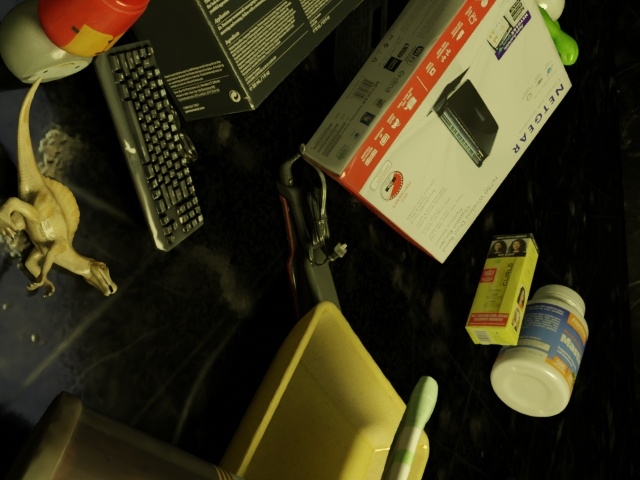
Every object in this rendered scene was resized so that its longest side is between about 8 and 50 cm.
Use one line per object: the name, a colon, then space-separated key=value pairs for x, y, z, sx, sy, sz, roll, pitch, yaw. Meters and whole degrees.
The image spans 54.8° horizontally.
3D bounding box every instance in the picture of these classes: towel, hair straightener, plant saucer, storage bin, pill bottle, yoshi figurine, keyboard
towel: x=0.051 y=0.323 z=0.594 sx=0.248 sy=0.038 sz=0.325 roll=90 pitch=20 yaw=-57
hair straightener: x=0.000 y=0.000 z=0.726 sx=0.047 sy=0.089 sz=0.231 roll=-13 pitch=98 yaw=-51
plant saucer: x=-0.013 y=0.291 z=0.700 sx=0.333 sy=0.081 sz=0.333 roll=56 pitch=47 yaw=-35
storage bin: x=0.105 y=-0.262 z=0.887 sx=0.180 sy=0.084 sz=0.122 roll=15 pitch=76 yaw=-53
pill bottle: x=0.463 y=0.215 z=1.278 sx=0.272 sy=0.152 sz=0.152 roll=-48 pitch=125 yaw=-42
yoshi figurine: x=0.348 y=-0.359 z=1.111 sx=0.203 sy=0.203 sz=0.362 roll=46 pitch=55 yaw=3
keyboard: x=-0.146 y=-0.091 z=0.572 sx=0.108 sy=0.023 sz=0.180 roll=-59 pitch=140 yaw=-62

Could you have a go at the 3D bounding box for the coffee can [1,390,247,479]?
coffee can: x=-0.096 y=0.250 z=0.404 sx=0.275 sy=0.201 sz=0.202 roll=31 pitch=60 yaw=-16

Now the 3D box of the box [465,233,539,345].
box: x=0.355 y=0.092 z=1.198 sx=0.058 sy=0.087 sz=0.232 roll=53 pitch=50 yaw=-34

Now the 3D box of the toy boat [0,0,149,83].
toy boat: x=-0.265 y=-0.199 z=0.365 sx=0.318 sy=0.148 sz=0.268 roll=28 pitch=61 yaw=-41

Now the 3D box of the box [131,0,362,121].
box: x=-0.077 y=-0.272 z=0.631 sx=0.261 sy=0.103 sz=0.184 roll=-55 pitch=132 yaw=-39

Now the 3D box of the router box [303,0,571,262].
router box: x=0.176 y=-0.171 z=0.841 sx=0.335 sy=0.082 sz=0.301 roll=-55 pitch=139 yaw=2

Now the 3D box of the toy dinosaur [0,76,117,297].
toy dinosaur: x=-0.222 y=-0.023 z=0.479 sx=0.093 sy=0.053 sz=0.183 roll=-60 pitch=142 yaw=-56
